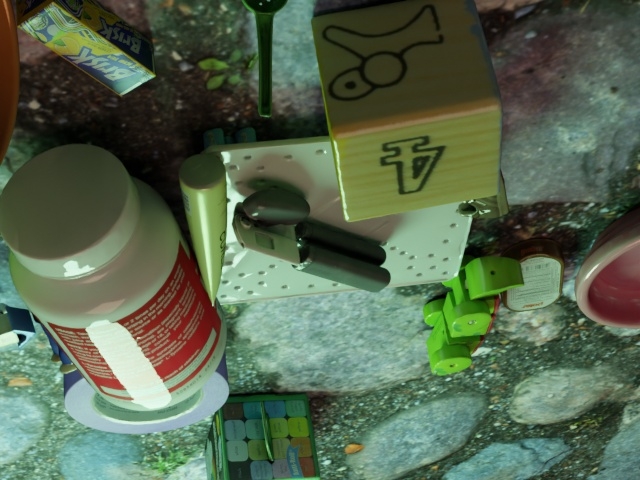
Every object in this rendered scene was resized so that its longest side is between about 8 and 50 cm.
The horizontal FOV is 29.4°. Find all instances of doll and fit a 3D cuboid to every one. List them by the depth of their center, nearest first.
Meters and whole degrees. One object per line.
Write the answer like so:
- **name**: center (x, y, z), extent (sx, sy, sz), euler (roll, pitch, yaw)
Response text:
- **doll**: center (-0.409, 0.103, 1.821), extent (0.046, 0.129, 0.189), euler (-27, 124, -22)

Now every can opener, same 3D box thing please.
- **can opener**: center (0.000, 0.000, 1.703), extent (0.283, 0.076, 0.095), euler (18, 139, -37)

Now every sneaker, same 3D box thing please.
- **sneaker**: center (0.210, -0.081, 1.643), extent (0.071, 0.066, 0.188), euler (-14, 147, 8)

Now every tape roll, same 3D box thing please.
- **tape roll**: center (-0.294, 0.229, 2.061), extent (0.274, 0.090, 0.275), euler (-7, 148, -4)

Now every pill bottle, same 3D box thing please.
- **pill bottle**: center (-0.281, 0.054, 1.665), extent (0.229, 0.229, 0.408), euler (-12, 148, 4)

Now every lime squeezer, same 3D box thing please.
- **lime squeezer**: center (-0.058, -0.299, 1.308), extent (0.058, 0.110, 0.310), euler (9, 115, 1)

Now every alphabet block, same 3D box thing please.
- **alphabet block**: center (0.104, -0.160, 1.472), extent (0.197, 0.192, 0.193), euler (-9, 146, 1)

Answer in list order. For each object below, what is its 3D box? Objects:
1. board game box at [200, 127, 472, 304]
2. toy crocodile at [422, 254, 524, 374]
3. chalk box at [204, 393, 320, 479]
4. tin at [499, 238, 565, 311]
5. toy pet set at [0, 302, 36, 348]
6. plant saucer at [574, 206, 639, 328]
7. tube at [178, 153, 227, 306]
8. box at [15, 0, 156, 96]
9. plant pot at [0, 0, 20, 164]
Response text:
- **board game box**: center (0.027, -0.044, 1.759), extent (0.389, 0.050, 0.390), euler (-6, 147, -6)
- **toy crocodile**: center (0.241, 0.124, 2.011), extent (0.105, 0.115, 0.341), euler (-3, 146, -12)
- **chalk box**: center (-0.108, 0.401, 2.290), extent (0.179, 0.180, 0.289), euler (0, 147, -14)
- **tin**: center (0.348, 0.061, 2.017), extent (0.106, 0.040, 0.190), euler (-7, 148, 4)
- **toy pet set**: center (-0.469, 0.096, 1.806), extent (0.065, 0.114, 0.122), euler (-18, 151, -13)
- **plant saucer**: center (0.570, 0.029, 1.979), extent (0.332, 0.084, 0.332), euler (-7, 147, -5)
- **tube**: center (-0.149, -0.017, 1.637), extent (0.070, 0.062, 0.240), euler (-42, 153, -28)
- **box**: center (-0.264, -0.233, 1.389), extent (0.059, 0.054, 0.169), euler (-27, 144, 25)
- **plant pot**: center (-0.463, -0.183, 1.240), extent (0.203, 0.291, 0.291), euler (3, 150, 13)
